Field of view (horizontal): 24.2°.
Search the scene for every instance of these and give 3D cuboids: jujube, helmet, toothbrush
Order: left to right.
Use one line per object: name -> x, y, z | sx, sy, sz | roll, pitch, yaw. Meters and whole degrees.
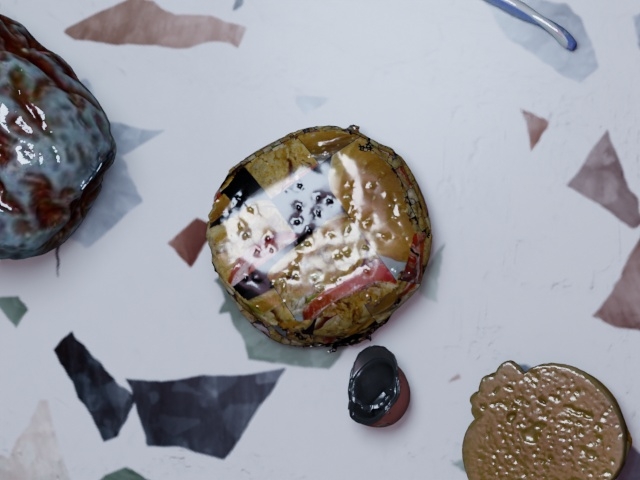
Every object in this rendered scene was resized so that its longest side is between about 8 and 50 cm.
jujube -> -0.353, -0.118, 1.471 | 0.317, 0.226, 0.226 | 31, 96, 8
helmet -> 0.064, 0.151, 1.502 | 0.065, 0.049, 0.084 | -13, 60, 39
toothbrush -> 0.136, -0.258, 1.491 | 0.269, 0.021, 0.027 | 29, 101, 6

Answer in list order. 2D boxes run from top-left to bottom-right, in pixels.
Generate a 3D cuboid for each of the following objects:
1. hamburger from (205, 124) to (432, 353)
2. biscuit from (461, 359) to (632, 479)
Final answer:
hamburger -> 0.000, 0.000, 1.481 | 0.231, 0.107, 0.231 | 0, 85, 5
biscuit -> 0.217, 0.195, 1.483 | 0.170, 0.050, 0.170 | -1, 88, 16
